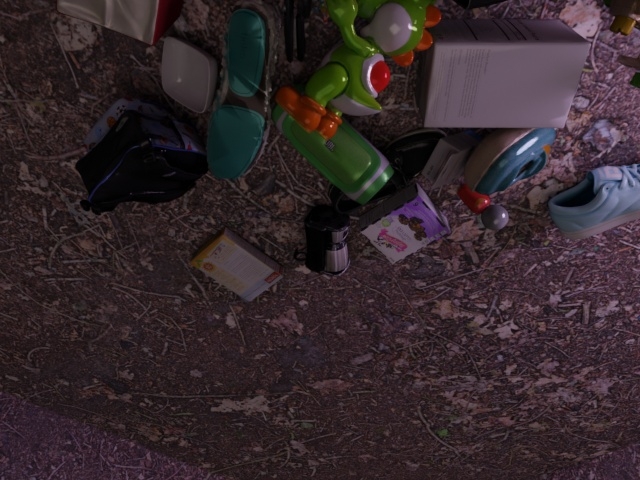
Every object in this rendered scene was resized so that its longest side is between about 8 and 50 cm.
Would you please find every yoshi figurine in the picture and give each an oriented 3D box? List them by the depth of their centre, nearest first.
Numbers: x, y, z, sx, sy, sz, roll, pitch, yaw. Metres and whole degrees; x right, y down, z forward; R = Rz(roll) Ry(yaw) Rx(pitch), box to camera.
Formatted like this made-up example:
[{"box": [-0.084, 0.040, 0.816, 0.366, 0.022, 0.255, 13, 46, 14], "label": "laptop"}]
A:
[{"box": [0.059, -0.387, 0.945, 0.203, 0.203, 0.362, 34, 108, -33], "label": "yoshi figurine"}]

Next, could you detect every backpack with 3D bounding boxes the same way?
[{"box": [-0.407, -0.196, 1.157, 0.276, 0.213, 0.263, -29, 162, 29], "label": "backpack"}]

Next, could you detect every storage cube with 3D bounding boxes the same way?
[{"box": [-0.361, -0.510, 0.913, 0.183, 0.193, 0.215, 17, 128, -12], "label": "storage cube"}]

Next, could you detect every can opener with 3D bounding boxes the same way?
[{"box": [-0.054, -0.463, 1.028, 0.059, 0.073, 0.186, 2, 140, -9], "label": "can opener"}]

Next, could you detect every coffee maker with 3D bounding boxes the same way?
[{"box": [0.000, 0.000, 1.379, 0.171, 0.120, 0.178, 0, 130, 4], "label": "coffee maker"}]

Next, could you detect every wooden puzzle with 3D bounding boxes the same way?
[{"box": [0.026, -0.491, 1.031, 0.083, 0.006, 0.049, -8, 130, 10], "label": "wooden puzzle"}]

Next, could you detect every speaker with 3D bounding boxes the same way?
[{"box": [0.028, -0.222, 1.129, 0.296, 0.131, 0.131, 43, 123, -3], "label": "speaker"}]

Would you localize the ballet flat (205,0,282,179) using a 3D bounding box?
[{"box": [-0.158, -0.327, 1.092, 0.147, 0.147, 0.409, 14, 125, -9], "label": "ballet flat"}]

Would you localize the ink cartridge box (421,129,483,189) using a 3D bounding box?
[{"box": [0.312, -0.195, 1.163, 0.060, 0.180, 0.104, 44, 133, 23], "label": "ink cartridge box"}]

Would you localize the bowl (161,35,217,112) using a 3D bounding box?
[{"box": [-0.287, -0.373, 1.092, 0.142, 0.053, 0.142, 33, 130, 16], "label": "bowl"}]

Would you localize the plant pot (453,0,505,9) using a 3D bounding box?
[{"box": [0.323, -0.540, 0.872, 0.167, 0.187, 0.188, -6, 131, -9], "label": "plant pot"}]

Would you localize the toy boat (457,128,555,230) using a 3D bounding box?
[{"box": [0.446, -0.155, 1.170, 0.267, 0.148, 0.318, -32, 158, -25], "label": "toy boat"}]

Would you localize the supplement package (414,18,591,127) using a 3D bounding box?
[{"box": [0.362, -0.352, 1.021, 0.293, 0.175, 0.178, 1, 129, 2], "label": "supplement package"}]

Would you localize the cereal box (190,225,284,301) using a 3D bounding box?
[{"box": [-0.256, 0.079, 1.506, 0.173, 0.047, 0.240, -36, 121, 29], "label": "cereal box"}]

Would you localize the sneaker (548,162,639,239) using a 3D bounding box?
[{"box": [0.754, -0.134, 1.216, 0.366, 0.135, 0.150, -35, 124, 27], "label": "sneaker"}]

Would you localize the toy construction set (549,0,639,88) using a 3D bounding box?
[{"box": [0.565, -0.415, 0.877, 0.257, 0.309, 0.237, -14, 132, -42], "label": "toy construction set"}]

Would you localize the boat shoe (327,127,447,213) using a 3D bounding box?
[{"box": [0.168, -0.164, 1.233, 0.340, 0.113, 0.127, -20, 127, 19], "label": "boat shoe"}]

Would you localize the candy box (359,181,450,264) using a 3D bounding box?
[{"box": [0.233, -0.043, 1.361, 0.196, 0.070, 0.165, -32, 122, 26], "label": "candy box"}]
